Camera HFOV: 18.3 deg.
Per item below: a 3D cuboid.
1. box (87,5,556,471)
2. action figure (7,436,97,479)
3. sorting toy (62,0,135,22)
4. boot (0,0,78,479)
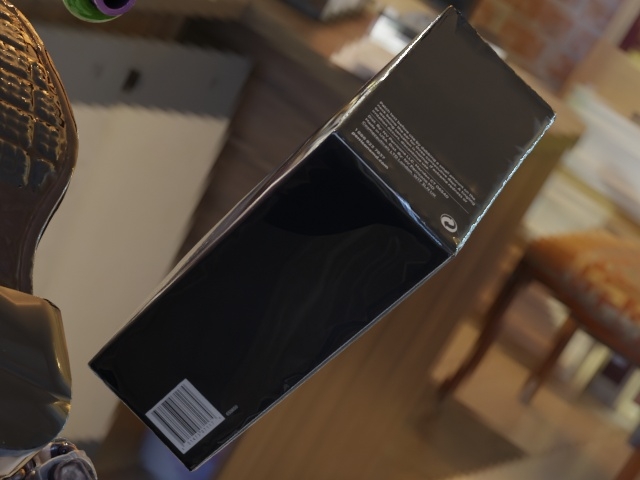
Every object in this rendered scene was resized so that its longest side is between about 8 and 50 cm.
[{"bbox_3d":[0.000,0.000,1.206,0.103,0.261,0.184,47,38,-2],"label":"box"},{"bbox_3d":[-0.311,0.259,2.020,0.285,0.185,0.099,16,-50,67],"label":"action figure"},{"bbox_3d":[-0.116,-0.162,1.107,0.061,0.102,0.042,-7,33,-31],"label":"sorting toy"},{"bbox_3d":[-0.143,0.007,0.689,0.082,0.106,0.219,24,39,-29],"label":"boot"}]
